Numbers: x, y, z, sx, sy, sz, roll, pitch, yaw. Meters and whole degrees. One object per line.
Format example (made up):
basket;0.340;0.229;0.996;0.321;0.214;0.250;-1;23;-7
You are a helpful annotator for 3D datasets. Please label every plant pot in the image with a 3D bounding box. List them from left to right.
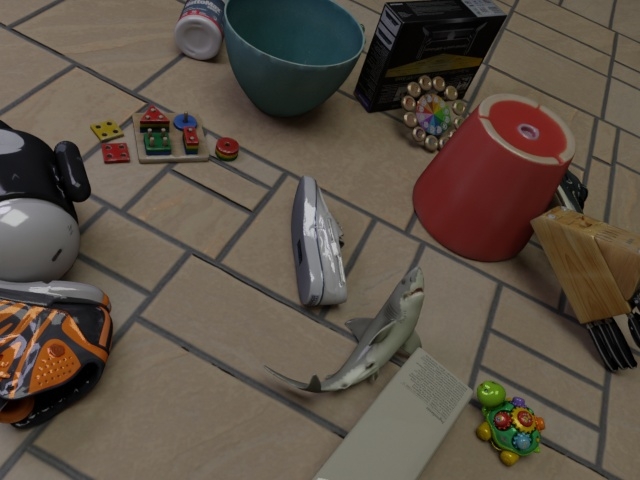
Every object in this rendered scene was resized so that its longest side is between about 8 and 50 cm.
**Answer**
plant pot;-0.072;-0.382;1.240;0.290;0.195;0.290;9;49;-11
plant pot;0.351;-0.134;1.142;0.274;0.243;0.275;9;50;-11

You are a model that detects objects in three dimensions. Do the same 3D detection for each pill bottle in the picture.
pill bottle;-0.270;-0.515;1.345;0.108;0.108;0.180;11;49;-9

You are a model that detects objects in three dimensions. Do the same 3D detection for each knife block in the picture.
knife block;0.500;0.094;1.060;0.275;0.242;0.088;29;33;34

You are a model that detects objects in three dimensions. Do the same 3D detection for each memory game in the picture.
memory game;0.265;-0.295;1.336;0.186;0.012;0.186;4;82;-25

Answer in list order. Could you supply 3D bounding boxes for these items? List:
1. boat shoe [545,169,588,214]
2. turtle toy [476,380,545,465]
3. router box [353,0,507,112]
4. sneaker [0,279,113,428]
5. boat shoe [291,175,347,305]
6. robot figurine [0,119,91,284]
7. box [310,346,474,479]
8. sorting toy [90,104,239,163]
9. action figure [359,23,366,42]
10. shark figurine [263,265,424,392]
boat shoe;0.516;-0.103;1.248;0.113;0.127;0.340;-7;44;-8
turtle toy;0.294;0.278;0.904;0.095;0.066;0.130;-30;66;-35
router box;0.254;-0.436;1.358;0.308;0.243;0.081;-15;58;-28
sneaker;-0.438;0.143;0.742;0.321;0.125;0.180;0;51;-18
boat shoe;0.000;0.000;1.032;0.084;0.095;0.258;6;61;-18
robot figurine;-0.464;-0.052;0.865;0.173;0.209;0.278;-3;50;-41
box;0.098;0.288;0.815;0.113;0.094;0.275;40;52;15
sorting toy;-0.303;-0.214;1.129;0.274;0.046;0.132;-5;54;-21
action figure;0.056;-0.503;1.474;0.137;0.063;0.232;29;46;11
shark figurine;0.055;0.166;0.922;0.278;0.166;0.116;-37;43;-19
